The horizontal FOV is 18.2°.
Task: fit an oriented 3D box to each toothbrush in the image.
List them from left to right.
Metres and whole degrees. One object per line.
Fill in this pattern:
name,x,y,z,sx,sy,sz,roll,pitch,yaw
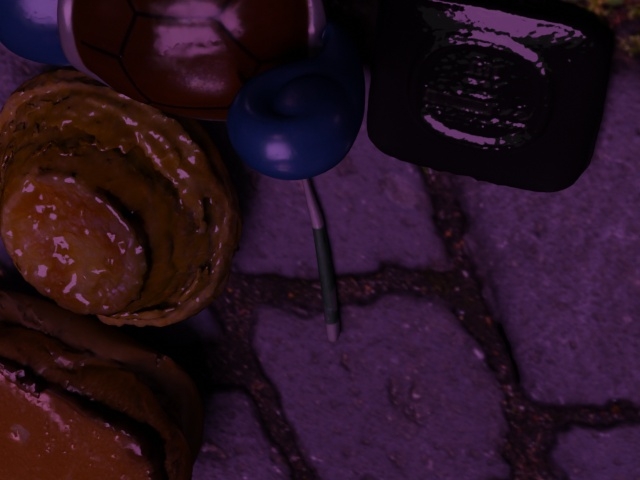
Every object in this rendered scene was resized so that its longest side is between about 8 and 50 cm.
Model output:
toothbrush,0.000,0.000,1.945,0.024,0.018,0.257,5,129,15

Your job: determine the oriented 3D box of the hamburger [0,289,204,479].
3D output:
hamburger,-0.270,0.186,2.115,0.304,0.174,0.284,23,147,0

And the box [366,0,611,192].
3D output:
box,0.142,-0.130,1.742,0.212,0.042,0.201,15,131,14

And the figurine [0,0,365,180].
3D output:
figurine,-0.092,-0.189,1.719,0.416,0.243,0.298,29,149,31

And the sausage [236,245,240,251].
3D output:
sausage,-0.184,-0.027,2.005,0.223,0.029,0.029,19,134,11

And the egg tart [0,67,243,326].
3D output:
egg tart,-0.214,-0.024,1.922,0.294,0.123,0.294,12,126,17
